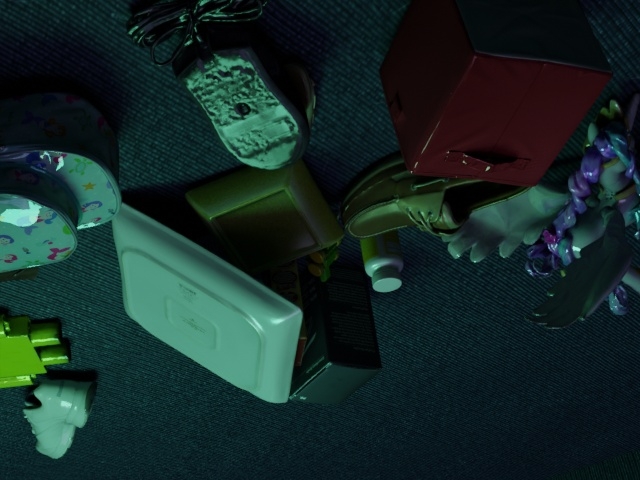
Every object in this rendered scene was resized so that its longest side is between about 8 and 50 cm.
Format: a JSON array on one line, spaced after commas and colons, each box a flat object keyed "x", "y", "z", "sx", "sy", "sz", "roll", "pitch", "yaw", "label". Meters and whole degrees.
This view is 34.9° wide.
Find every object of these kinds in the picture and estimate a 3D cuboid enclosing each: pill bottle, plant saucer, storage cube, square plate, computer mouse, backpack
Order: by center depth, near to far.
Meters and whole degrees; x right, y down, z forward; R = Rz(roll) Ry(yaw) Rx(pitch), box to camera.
[{"x": 0.200, "y": -0.204, "z": 1.220, "sx": 0.183, "sy": 0.215, "sz": 0.193, "roll": 5, "pitch": 141, "yaw": -19, "label": "storage cube"}, {"x": -0.097, "y": -0.206, "z": 1.263, "sx": 0.188, "sy": 0.072, "sz": 0.272, "roll": -15, "pitch": 130, "yaw": 18, "label": "computer mouse"}, {"x": -0.388, "y": -0.079, "z": 1.320, "sx": 0.253, "sy": 0.191, "sz": 0.225, "roll": -13, "pitch": 149, "yaw": -1, "label": "backpack"}, {"x": -0.082, "y": -0.025, "z": 1.538, "sx": 0.188, "sy": 0.045, "sz": 0.188, "roll": -21, "pitch": 128, "yaw": 14, "label": "plant saucer"}, {"x": -0.195, "y": 0.115, "z": 1.621, "sx": 0.347, "sy": 0.049, "sz": 0.344, "roll": 30, "pitch": 150, "yaw": 12, "label": "square plate"}, {"x": 0.101, "y": 0.022, "z": 1.661, "sx": 0.065, "sy": 0.116, "sz": 0.065, "roll": -6, "pitch": 149, "yaw": -3, "label": "pill bottle"}]

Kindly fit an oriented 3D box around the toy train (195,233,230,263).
[{"x": -0.175, "y": 0.058, "z": 1.697, "sx": 0.105, "sy": 0.080, "sz": 0.184, "roll": -16, "pitch": 149, "yaw": 2, "label": "toy train"}]

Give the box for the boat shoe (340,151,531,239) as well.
[{"x": 0.174, "y": -0.072, "z": 1.517, "sx": 0.324, "sy": 0.120, "sz": 0.122, "roll": -26, "pitch": 145, "yaw": 28, "label": "boat shoe"}]

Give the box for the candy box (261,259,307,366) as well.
[{"x": -0.062, "y": 0.104, "z": 1.690, "sx": 0.053, "sy": 0.187, "sz": 0.109, "roll": -4, "pitch": 150, "yaw": -10, "label": "candy box"}]

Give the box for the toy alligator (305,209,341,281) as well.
[{"x": 0.000, "y": 0.000, "z": 1.673, "sx": 0.051, "sy": 0.056, "sz": 0.190, "roll": 32, "pitch": 146, "yaw": 18, "label": "toy alligator"}]

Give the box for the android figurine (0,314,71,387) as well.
[{"x": -0.604, "y": 0.204, "z": 1.863, "sx": 0.272, "sy": 0.056, "sz": 0.248, "roll": -6, "pitch": 150, "yaw": -7, "label": "android figurine"}]

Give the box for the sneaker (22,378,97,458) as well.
[{"x": -0.555, "y": 0.356, "z": 2.109, "sx": 0.129, "sy": 0.111, "sz": 0.297, "roll": 20, "pitch": 138, "yaw": -14, "label": "sneaker"}]

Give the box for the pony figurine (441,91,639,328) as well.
[{"x": 0.414, "y": -0.018, "z": 1.571, "sx": 0.351, "sy": 0.303, "sz": 0.363, "roll": -47, "pitch": 138, "yaw": 2, "label": "pony figurine"}]

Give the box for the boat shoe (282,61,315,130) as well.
[{"x": -0.031, "y": -0.186, "z": 1.358, "sx": 0.056, "sy": 0.048, "sz": 0.153, "roll": 13, "pitch": 146, "yaw": 15, "label": "boat shoe"}]

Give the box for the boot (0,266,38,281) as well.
[{"x": -0.527, "y": -0.003, "z": 1.534, "sx": 0.206, "sy": 0.090, "sz": 0.248, "roll": -10, "pitch": 148, "yaw": -25, "label": "boot"}]

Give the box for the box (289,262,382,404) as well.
[{"x": 0.013, "y": 0.164, "z": 1.789, "sx": 0.108, "sy": 0.207, "sz": 0.153, "roll": 11, "pitch": 145, "yaw": -28, "label": "box"}]
